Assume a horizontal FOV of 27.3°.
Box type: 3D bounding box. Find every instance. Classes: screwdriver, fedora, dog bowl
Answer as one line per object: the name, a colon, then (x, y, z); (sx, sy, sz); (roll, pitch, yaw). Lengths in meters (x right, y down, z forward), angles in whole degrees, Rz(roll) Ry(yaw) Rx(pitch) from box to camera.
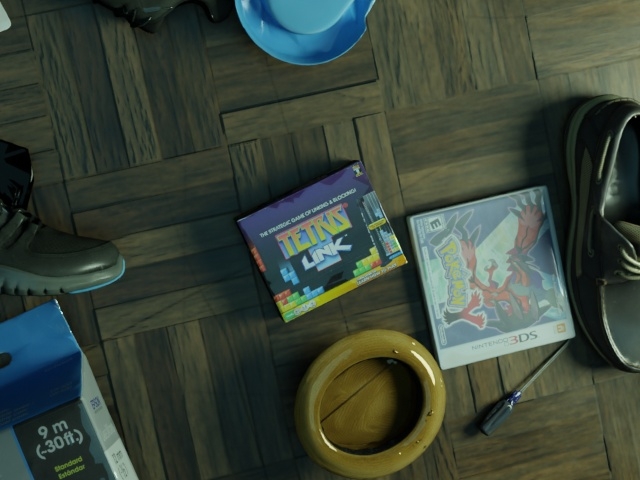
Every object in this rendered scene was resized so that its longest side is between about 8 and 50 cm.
screwdriver: (0.264, 0.185, 1.686); (0.170, 0.025, 0.024); (-46, 100, -11)
fedora: (0.055, 0.198, 1.619); (0.194, 0.079, 0.194); (-1, 92, -14)
dog bowl: (0.021, -0.346, 1.539); (0.166, 0.074, 0.297); (36, 100, -16)

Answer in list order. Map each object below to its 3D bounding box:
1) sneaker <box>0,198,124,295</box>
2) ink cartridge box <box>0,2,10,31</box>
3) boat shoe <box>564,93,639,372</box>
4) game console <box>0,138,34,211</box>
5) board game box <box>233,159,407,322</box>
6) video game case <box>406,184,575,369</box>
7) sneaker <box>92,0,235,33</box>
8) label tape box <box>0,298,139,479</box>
sneaker: (-0.385, -0.015, 1.466); (0.341, 0.125, 0.139); (8, 90, -13)
ink cartridge box: (-0.447, -0.312, 1.497); (0.115, 0.067, 0.198); (-28, 99, -6)
boat shoe: (0.376, -0.002, 1.624); (0.132, 0.130, 0.355); (-12, 97, -8)
game console: (-0.526, -0.055, 1.521); (0.361, 0.044, 0.213); (17, 92, -10)
board game box: (0.000, 0.000, 1.607); (0.170, 0.048, 0.141); (-27, 100, -6)
video game case: (0.216, 0.046, 1.658); (0.183, 0.023, 0.201); (-13, 97, -8)
sneaker: (-0.230, -0.305, 1.517); (0.286, 0.109, 0.130); (1, 101, -7)
label tape box: (-0.354, 0.276, 1.512); (0.249, 0.115, 0.347); (-23, 92, 1)
